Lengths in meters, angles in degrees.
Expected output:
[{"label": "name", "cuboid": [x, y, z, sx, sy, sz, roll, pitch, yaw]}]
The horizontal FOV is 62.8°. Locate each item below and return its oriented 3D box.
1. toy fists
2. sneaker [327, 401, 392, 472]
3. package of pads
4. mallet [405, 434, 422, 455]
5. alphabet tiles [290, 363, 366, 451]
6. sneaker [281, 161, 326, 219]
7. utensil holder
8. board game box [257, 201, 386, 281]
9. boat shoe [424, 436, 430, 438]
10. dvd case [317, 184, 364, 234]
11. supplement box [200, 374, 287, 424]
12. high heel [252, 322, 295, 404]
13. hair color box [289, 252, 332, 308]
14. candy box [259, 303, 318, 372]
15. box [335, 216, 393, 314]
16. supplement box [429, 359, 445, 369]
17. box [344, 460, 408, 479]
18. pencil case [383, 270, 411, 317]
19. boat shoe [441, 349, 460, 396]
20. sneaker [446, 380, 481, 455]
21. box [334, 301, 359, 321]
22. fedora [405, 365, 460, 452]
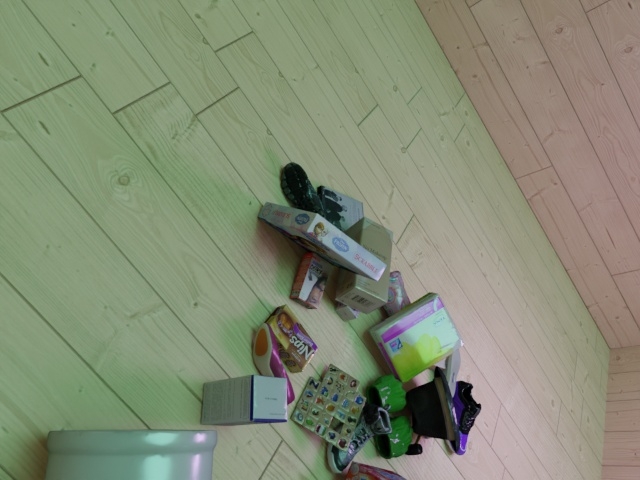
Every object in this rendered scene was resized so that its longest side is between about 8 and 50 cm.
[{"label": "toy fists", "cuboid": [0.245, 0.615, 1.840, 0.142, 0.096, 0.278, -5, 79, -41]}, {"label": "sneaker", "cuboid": [0.131, 0.615, 1.668, 0.101, 0.153, 0.268, 56, 42, -15]}, {"label": "package of pads", "cuboid": [0.358, 0.358, 1.929, 0.297, 0.101, 0.229, -29, 93, -15]}, {"label": "mallet", "cuboid": [0.362, 0.735, 1.966, 0.039, 0.062, 0.190, 64, 26, -8]}, {"label": "alphabet tiles", "cuboid": [0.037, 0.512, 1.657, 0.198, 0.009, 0.237, 32, 47, -2]}, {"label": "sneaker", "cuboid": [-0.057, -0.148, 1.849, 0.267, 0.101, 0.106, 66, 11, 6]}, {"label": "utensil holder", "cuboid": [-0.375, 0.569, 1.015, 0.328, 0.328, 0.384, 17, 64, -42]}, {"label": "board game box", "cuboid": [0.000, 0.000, 1.667, 0.319, 0.318, 0.065, 35, 80, -32]}, {"label": "boat shoe", "cuboid": [0.433, 0.724, 2.039, 0.035, 0.035, 0.100, 52, 44, -19]}, {"label": "dvd case", "cuboid": [0.082, -0.094, 2.005, 0.239, 0.030, 0.179, 18, 61, -43]}, {"label": "supplement box", "cuboid": [-0.198, 0.414, 1.345, 0.111, 0.220, 0.113, 20, 59, -42]}, {"label": "high heel", "cuboid": [-0.128, 0.365, 1.548, 0.117, 0.082, 0.243, 9, 66, -50]}, {"label": "hair color box", "cuboid": [-0.031, 0.135, 1.749, 0.093, 0.053, 0.167, 35, 62, -33]}, {"label": "candy box", "cuboid": [-0.096, 0.306, 1.628, 0.186, 0.053, 0.109, 56, 42, -13]}, {"label": "box", "cuboid": [0.159, 0.085, 1.863, 0.148, 0.121, 0.310, 26, 50, -21]}, {"label": "supplement box", "cuboid": [0.456, 0.501, 2.137, 0.099, 0.062, 0.036, 25, 56, -38]}, {"label": "box", "cuboid": [0.189, 0.788, 1.633, 0.257, 0.128, 0.122, 35, 74, -42]}, {"label": "pencil case", "cuboid": [0.308, 0.261, 2.034, 0.124, 0.124, 0.283, -26, 93, -49]}, {"label": "boat shoe", "cuboid": [0.520, 0.542, 2.173, 0.079, 0.081, 0.227, 44, 54, -37]}, {"label": "sneaker", "cuboid": [0.578, 0.709, 2.118, 0.102, 0.146, 0.293, 24, 57, -40]}, {"label": "box", "cuboid": [0.153, 0.162, 1.948, 0.067, 0.063, 0.324, 52, 44, -16]}, {"label": "fedora", "cuboid": [0.398, 0.618, 1.903, 0.334, 0.153, 0.333, -12, 90, -85]}]
